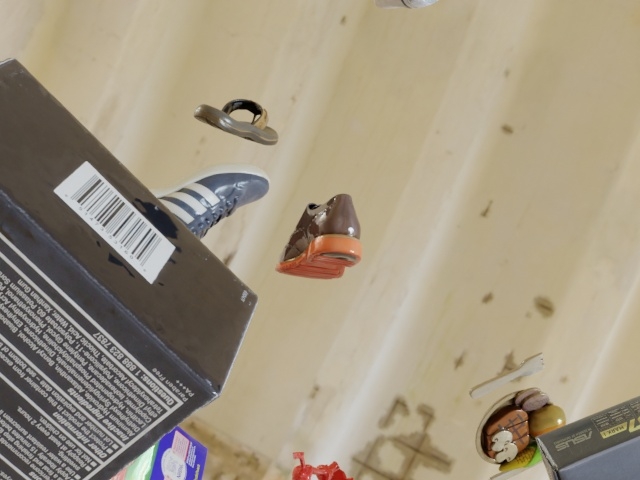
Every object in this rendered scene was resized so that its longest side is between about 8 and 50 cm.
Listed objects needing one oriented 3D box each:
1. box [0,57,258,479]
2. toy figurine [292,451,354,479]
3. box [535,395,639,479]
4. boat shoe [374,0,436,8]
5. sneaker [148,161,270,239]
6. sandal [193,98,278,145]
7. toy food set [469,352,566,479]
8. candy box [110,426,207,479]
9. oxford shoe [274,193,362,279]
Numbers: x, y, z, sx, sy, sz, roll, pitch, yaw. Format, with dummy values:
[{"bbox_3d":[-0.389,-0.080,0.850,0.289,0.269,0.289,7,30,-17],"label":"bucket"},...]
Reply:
[{"bbox_3d":[-0.266,0.066,0.805,0.296,0.294,0.182,46,20,-11],"label":"box"},{"bbox_3d":[-0.012,0.425,0.999,0.217,0.362,0.191,28,-18,29],"label":"toy figurine"},{"bbox_3d":[0.347,0.231,0.968,0.059,0.233,0.183,-109,177,-63],"label":"box"},{"bbox_3d":[0.141,-0.343,1.201,0.076,0.226,0.083,-2,-65,41],"label":"boat shoe"},{"bbox_3d":[-0.227,-0.024,1.668,0.148,0.350,0.131,61,-27,22],"label":"sneaker"},{"bbox_3d":[-0.121,-0.187,1.489,0.090,0.060,0.219,21,4,22],"label":"sandal"},{"bbox_3d":[0.271,0.254,1.326,0.038,0.133,0.192,50,-19,56],"label":"toy food set"},{"bbox_3d":[-0.360,0.489,1.684,0.122,0.317,0.268,45,23,-21],"label":"candy box"},{"bbox_3d":[0.000,0.000,1.487,0.097,0.098,0.271,9,-14,-20],"label":"oxford shoe"}]
